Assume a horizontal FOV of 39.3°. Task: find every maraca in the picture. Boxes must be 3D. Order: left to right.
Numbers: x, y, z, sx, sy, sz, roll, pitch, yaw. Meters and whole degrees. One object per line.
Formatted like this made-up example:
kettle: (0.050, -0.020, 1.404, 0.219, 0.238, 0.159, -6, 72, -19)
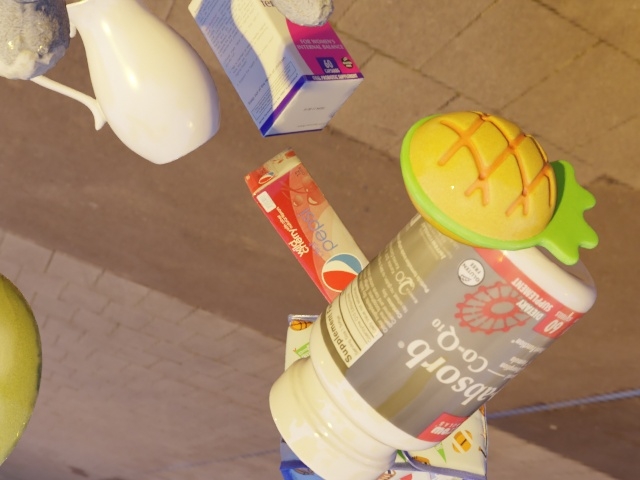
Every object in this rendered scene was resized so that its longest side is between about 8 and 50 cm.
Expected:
maraca: (0.150, -0.044, 0.742, 0.186, 0.127, 0.099, 18, 148, -15)

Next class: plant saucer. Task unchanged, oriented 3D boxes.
plant saucer: (-0.379, 0.128, 0.843, 0.241, 0.241, 0.037, 10, 165, 17)

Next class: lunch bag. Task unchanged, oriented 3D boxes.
lunch bag: (0.124, 0.313, 1.718, 0.385, 0.328, 0.239, 1, 150, 5)

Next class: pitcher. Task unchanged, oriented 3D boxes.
pitcher: (-0.220, -0.179, 0.981, 0.207, 0.178, 0.125, 60, -179, -20)

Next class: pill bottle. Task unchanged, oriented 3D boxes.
pill bottle: (0.120, 0.111, 1.041, 0.210, 0.210, 0.363, 31, 113, -30)

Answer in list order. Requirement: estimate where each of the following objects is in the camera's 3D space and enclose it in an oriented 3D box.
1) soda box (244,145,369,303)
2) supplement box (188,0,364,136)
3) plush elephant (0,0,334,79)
soda box: (0.000, 0.000, 1.279, 0.263, 0.083, 0.092, 56, -179, -24)
supplement box: (-0.061, -0.258, 1.167, 0.111, 0.220, 0.114, -14, 156, -45)
plush elephant: (-0.069, -0.242, 0.563, 0.255, 0.272, 0.330, 30, 152, 10)
